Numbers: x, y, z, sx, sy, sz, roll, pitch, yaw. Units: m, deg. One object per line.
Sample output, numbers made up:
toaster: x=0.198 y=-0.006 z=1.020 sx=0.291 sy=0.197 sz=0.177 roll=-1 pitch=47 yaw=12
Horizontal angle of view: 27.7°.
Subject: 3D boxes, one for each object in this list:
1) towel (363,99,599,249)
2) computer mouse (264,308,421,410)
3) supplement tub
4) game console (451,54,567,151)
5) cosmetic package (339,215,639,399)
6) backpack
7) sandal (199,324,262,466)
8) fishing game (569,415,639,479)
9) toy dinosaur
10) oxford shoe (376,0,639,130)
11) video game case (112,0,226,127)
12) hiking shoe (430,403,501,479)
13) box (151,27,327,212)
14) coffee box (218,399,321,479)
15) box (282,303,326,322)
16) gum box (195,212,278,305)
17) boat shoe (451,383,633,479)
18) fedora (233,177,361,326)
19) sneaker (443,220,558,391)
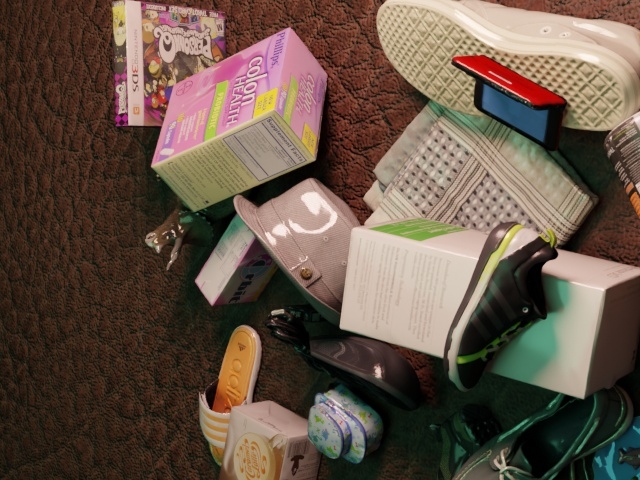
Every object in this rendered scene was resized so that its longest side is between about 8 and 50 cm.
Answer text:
towel: x=0.215 y=-0.059 z=1.911 sx=0.324 sy=0.056 sz=0.312 roll=53 pitch=125 yaw=28
computer mouse: x=0.054 y=0.181 z=2.027 sx=0.272 sy=0.188 sz=0.072 roll=22 pitch=74 yaw=37
supplement tub: x=0.450 y=-0.069 z=1.646 sx=0.117 sy=0.117 sz=0.190 roll=-37 pitch=68 yaw=38
game console: x=0.243 y=-0.179 z=1.713 sx=0.144 sy=0.124 sz=0.085 roll=33 pitch=116 yaw=28
cosmetic package: x=0.234 y=0.082 z=1.757 sx=0.366 sy=0.197 sz=0.155 roll=13 pitch=102 yaw=28
backpack: x=0.037 y=0.300 z=2.071 sx=0.114 sy=0.084 sz=0.105 roll=32 pitch=134 yaw=28
sandal: x=-0.173 y=0.276 z=2.280 sx=0.102 sy=0.076 sz=0.265 roll=21 pitch=106 yaw=41
fishing game: x=0.438 y=0.328 z=1.734 sx=0.264 sy=0.041 sz=0.189 roll=-3 pitch=87 yaw=44
toy dinosaur: x=-0.178 y=-0.097 z=2.256 sx=0.313 sy=0.121 sz=0.160 roll=-41 pitch=66 yaw=3
oxford shoe: x=0.267 y=-0.258 z=1.800 sx=0.449 sy=0.130 sz=0.169 roll=20 pitch=137 yaw=40
video game case: x=-0.254 y=-0.296 z=2.221 sx=0.042 sy=0.232 sz=0.210 roll=1 pitch=92 yaw=42
hiking shoe: x=0.230 y=0.361 z=1.912 sx=0.114 sy=0.086 sz=0.226 roll=-38 pitch=57 yaw=47
box: x=-0.127 y=-0.192 z=2.076 sx=0.243 sy=0.117 sz=0.213 roll=-21 pitch=38 yaw=26
coffee box: x=-0.092 y=0.414 z=2.196 sx=0.141 sy=0.098 sz=0.246 roll=23 pitch=108 yaw=40
box: x=-0.011 y=0.118 z=2.114 sx=0.067 sy=0.083 sz=0.018 roll=8 pitch=97 yaw=42
gum box: x=-0.118 y=0.021 z=2.194 sx=0.062 sy=0.107 sz=0.188 roll=52 pitch=124 yaw=28
boat shoe: x=0.276 y=0.293 z=1.773 sx=0.319 sy=0.099 sz=0.116 roll=-39 pitch=58 yaw=18
fedora: x=0.000 y=0.000 z=2.022 sx=0.124 sy=0.244 sz=0.275 roll=-38 pitch=88 yaw=9
sneaker: x=0.227 y=0.090 z=1.600 sx=0.097 sy=0.084 sz=0.234 roll=24 pitch=106 yaw=25
